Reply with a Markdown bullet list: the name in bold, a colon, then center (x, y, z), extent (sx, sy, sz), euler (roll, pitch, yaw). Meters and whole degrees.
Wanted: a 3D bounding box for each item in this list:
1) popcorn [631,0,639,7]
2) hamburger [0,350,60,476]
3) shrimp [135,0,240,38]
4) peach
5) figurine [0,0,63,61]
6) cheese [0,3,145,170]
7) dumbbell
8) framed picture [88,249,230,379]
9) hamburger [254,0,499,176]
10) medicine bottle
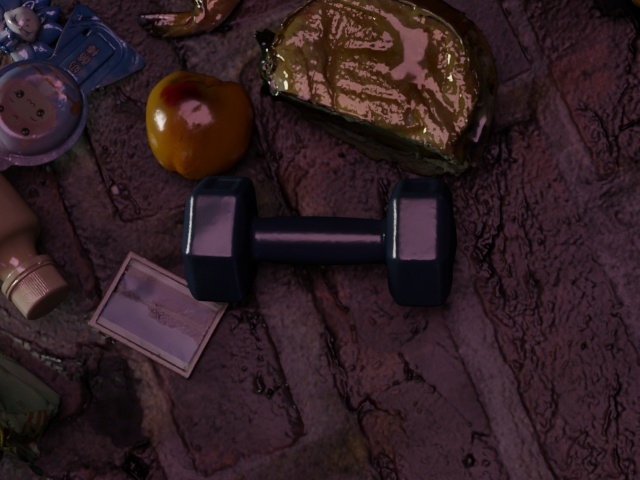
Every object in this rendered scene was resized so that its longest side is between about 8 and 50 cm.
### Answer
- **popcorn**: center (0.448, -0.392, 1.637), extent (0.250, 0.190, 0.250), euler (0, 90, 10)
- **hamburger**: center (-0.410, 0.200, 1.609), extent (0.125, 0.214, 0.235), euler (-41, 82, 9)
- **shrimp**: center (-0.239, -0.348, 1.780), extent (0.296, 0.058, 0.169), euler (3, 81, 5)
- **peach**: center (-0.151, -0.141, 1.687), extent (0.138, 0.138, 0.138), euler (-1, 78, 7)
- **figurine**: center (-0.382, -0.288, 1.770), extent (0.114, 0.079, 0.114), euler (0, 91, -13)
- **cheese**: center (-0.343, -0.188, 1.733), extent (0.135, 0.052, 0.245), euler (43, 69, -3)
- **dumbbell**: center (0.000, 0.000, 1.628), extent (0.325, 0.160, 0.144), euler (1, 48, 6)
- **framed picture**: center (-0.202, 0.092, 1.702), extent (0.149, 0.011, 0.109), euler (27, 83, 11)
- **hamburger**: center (0.080, -0.218, 1.668), extent (0.309, 0.132, 0.211), euler (22, 81, 11)
- **medicine bottle**: center (-0.411, -0.014, 1.698), extent (0.114, 0.114, 0.252), euler (-41, 77, -2)
